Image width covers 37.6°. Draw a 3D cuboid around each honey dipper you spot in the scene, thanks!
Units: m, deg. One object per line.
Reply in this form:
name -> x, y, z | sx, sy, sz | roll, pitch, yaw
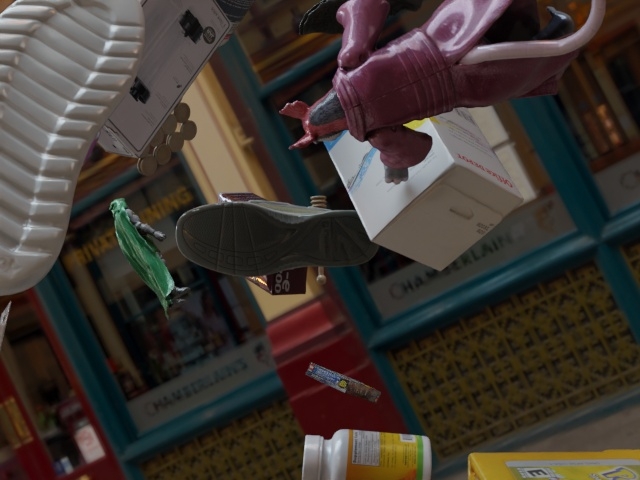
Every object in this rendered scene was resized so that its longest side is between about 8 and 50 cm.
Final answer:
honey dipper -> 0.000, 0.000, 1.713 | 0.030, 0.161, 0.030 | -3, -5, 0

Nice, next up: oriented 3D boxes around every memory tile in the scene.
memory tile -> -0.277, -0.192, 1.631 | 0.012, 0.113, 0.148 | 12, 46, 36

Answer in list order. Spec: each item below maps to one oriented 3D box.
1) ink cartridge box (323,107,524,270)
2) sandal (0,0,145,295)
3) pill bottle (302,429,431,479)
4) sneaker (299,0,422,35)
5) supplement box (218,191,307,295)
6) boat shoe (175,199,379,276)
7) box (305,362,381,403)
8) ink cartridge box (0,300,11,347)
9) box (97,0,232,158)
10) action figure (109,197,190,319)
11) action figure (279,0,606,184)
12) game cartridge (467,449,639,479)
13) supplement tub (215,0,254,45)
ink cartridge box -> 0.140, -0.109, 1.357 | 0.171, 0.233, 0.168 | 21, -55, -43
sandal -> -0.318, -0.125, 1.047 | 0.102, 0.169, 0.416 | 124, 164, -60
pill bottle -> 0.089, 0.444, 1.850 | 0.245, 0.137, 0.136 | 5, -4, 1
sneaker -> 0.059, -0.325, 1.362 | 0.170, 0.089, 0.051 | 8, 13, -18
supplement box -> -0.106, 0.001, 1.676 | 0.073, 0.130, 0.239 | -3, 16, -32
boat shoe -> -0.068, -0.007, 1.502 | 0.320, 0.118, 0.103 | -2, 4, -3
box -> 0.045, 0.271, 1.781 | 0.137, 0.094, 0.027 | 32, -100, -57
ink cartridge box -> -0.533, 0.183, 1.453 | 0.061, 0.181, 0.104 | 16, -23, -22
box -> -0.281, -0.294, 1.481 | 0.087, 0.169, 0.290 | 13, 64, 39
action figure -> -0.314, 0.017, 1.688 | 0.063, 0.232, 0.137 | -25, -19, -29
action figure -> 0.132, -0.184, 1.095 | 0.370, 0.248, 0.276 | -26, 17, -1
game cartridge -> 0.369, 0.331, 1.161 | 0.323, 0.053, 0.285 | -2, 10, -4
supplement tub -> -0.218, -0.574, 2.027 | 0.272, 0.191, 0.191 | -51, -14, 25
